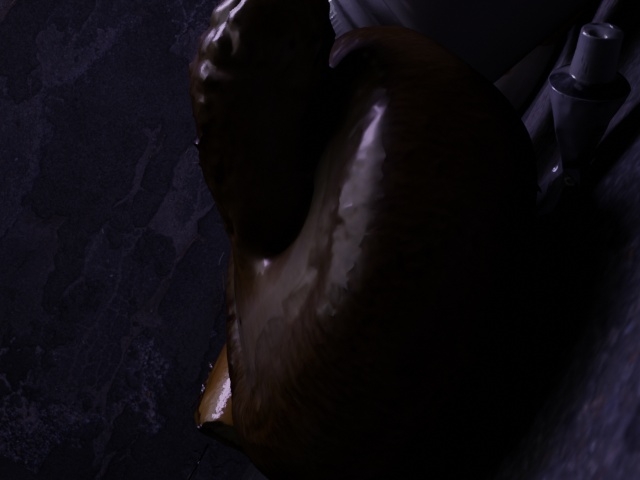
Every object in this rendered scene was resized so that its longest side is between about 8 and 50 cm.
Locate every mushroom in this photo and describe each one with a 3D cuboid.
[{"bbox_3d":[0.024,0.007,0.500,0.345,0.238,0.346,16,-90,-80],"label":"mushroom"}]

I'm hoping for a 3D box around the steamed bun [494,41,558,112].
[{"bbox_3d":[0.230,-0.238,0.970,0.177,0.130,0.228,-59,-3,-7],"label":"steamed bun"}]

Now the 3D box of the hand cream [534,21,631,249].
[{"bbox_3d":[0.154,-0.037,0.511,0.084,0.050,0.257,-58,-12,-49],"label":"hand cream"}]

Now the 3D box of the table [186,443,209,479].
[{"bbox_3d":[-0.093,0.313,0.672,0.175,0.146,0.062,-60,0,-3],"label":"table"}]

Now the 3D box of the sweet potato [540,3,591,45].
[{"bbox_3d":[0.288,-0.310,0.844,0.252,0.097,0.097,-58,-2,-31],"label":"sweet potato"}]

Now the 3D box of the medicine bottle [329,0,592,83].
[{"bbox_3d":[0.131,-0.255,0.645,0.339,0.208,0.208,-39,9,24],"label":"medicine bottle"}]

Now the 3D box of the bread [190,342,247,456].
[{"bbox_3d":[-0.044,0.181,0.898,0.262,0.204,0.163,-73,9,-80],"label":"bread"}]
